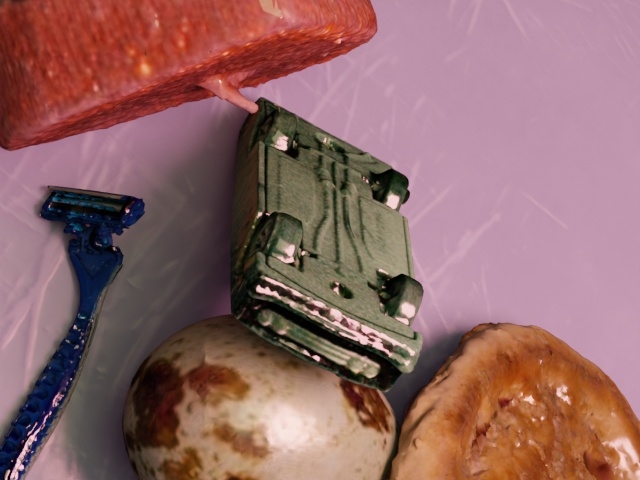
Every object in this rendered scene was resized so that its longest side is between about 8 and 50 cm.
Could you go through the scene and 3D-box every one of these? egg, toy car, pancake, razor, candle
[{"bbox_3d":[-0.036,0.144,1.106,0.231,0.169,0.169,23,71,-31],"label":"egg"},{"bbox_3d":[0.000,0.000,1.109,0.141,0.320,0.097,28,114,-14],"label":"toy car"},{"bbox_3d":[0.191,0.220,1.162,0.356,0.065,0.356,31,42,-33],"label":"pancake"},{"bbox_3d":[-0.208,0.117,1.109,0.056,0.093,0.324,35,68,-50],"label":"razor"},{"bbox_3d":[-0.081,-0.154,1.095,0.317,0.287,0.131,-20,91,-27],"label":"candle"}]

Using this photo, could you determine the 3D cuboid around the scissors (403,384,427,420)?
[{"bbox_3d":[0.088,0.207,1.220,0.085,0.022,0.176,27,68,-16],"label":"scissors"}]
